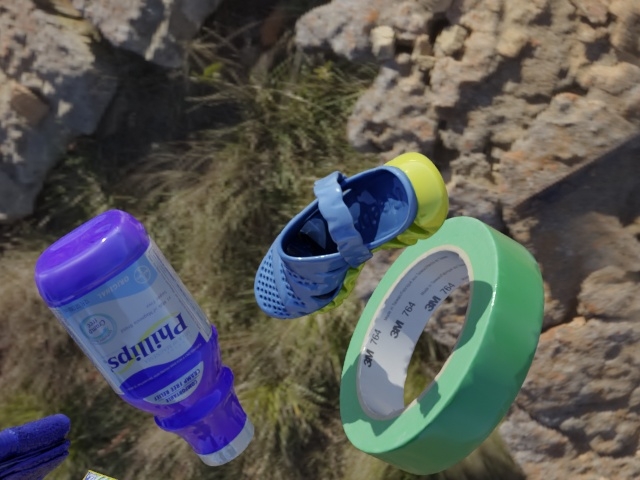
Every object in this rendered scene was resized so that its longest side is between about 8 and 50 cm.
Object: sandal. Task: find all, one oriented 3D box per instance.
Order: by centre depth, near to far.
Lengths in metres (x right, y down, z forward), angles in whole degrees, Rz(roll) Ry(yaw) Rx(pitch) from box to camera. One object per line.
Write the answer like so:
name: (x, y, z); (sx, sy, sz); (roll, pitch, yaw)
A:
sandal: (0.000, 0.000, 1.141); (0.317, 0.138, 0.126); (-44, 64, 45)

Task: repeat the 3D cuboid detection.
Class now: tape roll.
tape roll: (0.143, 0.128, 1.233); (0.321, 0.077, 0.321); (-49, 23, 30)

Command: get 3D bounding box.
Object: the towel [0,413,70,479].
towel: (-0.516, 0.362, 1.402); (0.227, 0.308, 0.076); (-45, 72, 26)

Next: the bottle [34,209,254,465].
bottle: (-0.164, 0.108, 0.986); (0.118, 0.092, 0.283); (-31, 115, -2)

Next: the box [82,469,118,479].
box: (-0.177, 0.283, 0.894); (0.059, 0.054, 0.169); (11, 137, 23)
